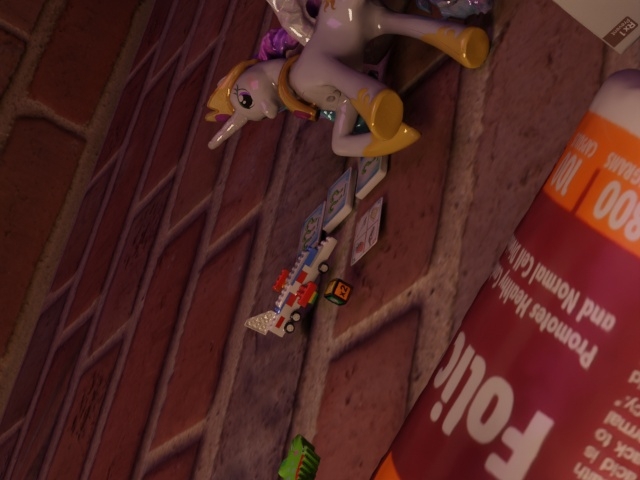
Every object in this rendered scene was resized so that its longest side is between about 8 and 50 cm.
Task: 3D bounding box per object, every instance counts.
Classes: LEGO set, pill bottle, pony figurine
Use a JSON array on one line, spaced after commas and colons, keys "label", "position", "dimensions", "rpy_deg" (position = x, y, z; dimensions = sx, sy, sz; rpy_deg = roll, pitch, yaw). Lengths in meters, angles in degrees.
[{"label": "LEGO set", "position": [0.000, 0.000, 1.380], "dimensions": [0.182, 0.060, 0.244], "rpy_deg": [-45, 23, 37]}, {"label": "pill bottle", "position": [0.146, 0.134, 0.625], "dimensions": [0.392, 0.224, 0.224], "rpy_deg": [-61, 21, 11]}, {"label": "pony figurine", "position": [0.024, -0.251, 1.395], "dimensions": [0.363, 0.303, 0.351], "rpy_deg": [11, 76, 51]}]

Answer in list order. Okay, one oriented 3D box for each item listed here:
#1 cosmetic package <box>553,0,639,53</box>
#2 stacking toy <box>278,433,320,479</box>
[{"label": "cosmetic package", "position": [0.216, -0.261, 0.920], "dimensions": [0.127, 0.107, 0.238], "rpy_deg": [-46, 23, 29]}, {"label": "stacking toy", "position": [0.033, 0.257, 0.831], "dimensions": [0.052, 0.167, 0.221], "rpy_deg": [-29, 32, 27]}]
